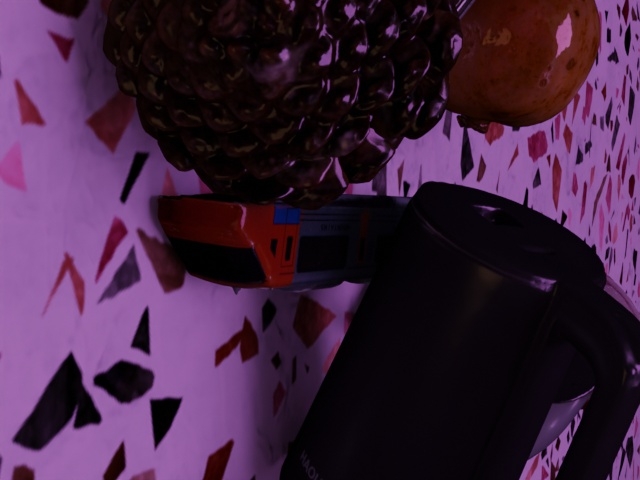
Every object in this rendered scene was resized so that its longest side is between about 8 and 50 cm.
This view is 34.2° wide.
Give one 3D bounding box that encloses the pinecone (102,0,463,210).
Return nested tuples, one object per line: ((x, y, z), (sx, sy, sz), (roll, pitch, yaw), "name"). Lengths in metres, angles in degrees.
((-0.019, -0.145, 0.740), (0.292, 0.246, 0.247), (-2, 96, -80), "pinecone")

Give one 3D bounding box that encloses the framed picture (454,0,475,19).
((0.079, -0.278, 0.969), (0.197, 0.014, 0.252), (-52, 137, 0), "framed picture")

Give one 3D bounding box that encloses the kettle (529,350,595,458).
((0.225, 0.195, 1.304), (0.221, 0.161, 0.236), (-31, 155, -24), "kettle")

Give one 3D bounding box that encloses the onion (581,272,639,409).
((0.334, 0.137, 1.500), (0.206, 0.216, 0.207), (15, 120, -32), "onion")

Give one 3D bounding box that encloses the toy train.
((0.000, 0.000, 0.927), (0.409, 0.086, 0.089), (-4, 99, -63), "toy train")

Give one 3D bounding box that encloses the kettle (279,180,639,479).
((0.109, 0.134, 0.884), (0.262, 0.203, 0.308), (-95, -155, -66), "kettle")

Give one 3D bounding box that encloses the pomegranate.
((0.194, -0.219, 1.157), (0.215, 0.215, 0.216), (-16, 109, -62), "pomegranate")
